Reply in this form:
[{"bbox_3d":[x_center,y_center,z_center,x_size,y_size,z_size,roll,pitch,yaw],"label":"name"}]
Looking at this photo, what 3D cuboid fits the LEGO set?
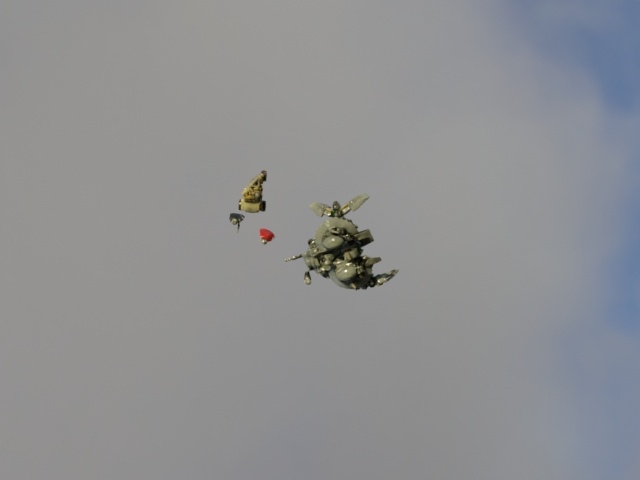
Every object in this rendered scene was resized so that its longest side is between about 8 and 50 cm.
[{"bbox_3d":[-0.002,0.002,0.851,0.023,0.083,0.054,-84,7,-60],"label":"LEGO set"}]
